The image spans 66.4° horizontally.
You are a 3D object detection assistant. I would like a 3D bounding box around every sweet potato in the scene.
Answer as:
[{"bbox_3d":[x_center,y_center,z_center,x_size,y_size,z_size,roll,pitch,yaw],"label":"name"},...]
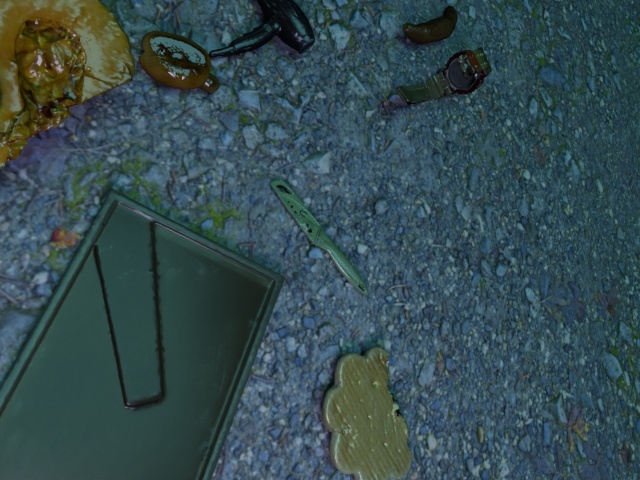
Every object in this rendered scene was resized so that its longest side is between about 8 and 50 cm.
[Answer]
[{"bbox_3d":[0.290,-0.535,1.227,0.078,0.058,0.255,45,53,8],"label":"sweet potato"}]

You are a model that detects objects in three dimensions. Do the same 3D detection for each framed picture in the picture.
[{"bbox_3d":[-0.262,0.186,0.730,0.326,0.028,0.446,30,64,-23],"label":"framed picture"}]

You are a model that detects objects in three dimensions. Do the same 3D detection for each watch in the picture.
[{"bbox_3d":[0.289,-0.370,1.109,0.268,0.164,0.102,-34,98,-55],"label":"watch"}]

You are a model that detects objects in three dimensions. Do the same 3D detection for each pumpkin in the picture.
[{"bbox_3d":[-0.371,-0.204,0.679,0.190,0.139,0.281,5,91,-44],"label":"pumpkin"}]

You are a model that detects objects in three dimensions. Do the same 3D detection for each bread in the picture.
[{"bbox_3d":[0.081,0.330,0.904,0.181,0.039,0.251,-10,84,-33],"label":"bread"}]

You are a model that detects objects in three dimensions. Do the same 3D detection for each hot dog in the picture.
[{"bbox_3d":[-0.239,-0.303,0.843,0.140,0.060,0.090,5,80,-24],"label":"hot dog"}]

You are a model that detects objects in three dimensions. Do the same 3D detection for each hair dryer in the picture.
[{"bbox_3d":[-0.137,-0.413,0.936,0.219,0.075,0.195,-41,91,-24],"label":"hair dryer"}]

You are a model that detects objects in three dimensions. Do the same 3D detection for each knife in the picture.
[{"bbox_3d":[0.001,0.000,0.943,0.043,0.020,0.293,-44,102,-30],"label":"knife"}]
